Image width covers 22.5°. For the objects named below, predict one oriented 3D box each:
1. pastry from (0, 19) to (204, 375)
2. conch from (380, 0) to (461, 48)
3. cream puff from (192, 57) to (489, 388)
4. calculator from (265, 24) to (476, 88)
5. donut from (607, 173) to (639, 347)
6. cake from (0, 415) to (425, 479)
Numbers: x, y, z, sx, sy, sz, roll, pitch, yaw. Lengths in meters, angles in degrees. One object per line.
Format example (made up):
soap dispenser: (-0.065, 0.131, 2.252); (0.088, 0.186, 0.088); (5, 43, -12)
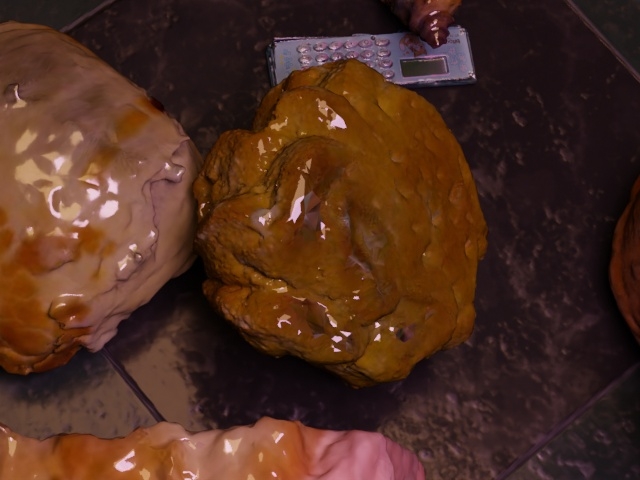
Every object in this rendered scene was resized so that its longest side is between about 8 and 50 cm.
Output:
pastry: (-0.218, -0.047, 1.174); (0.256, 0.170, 0.237); (39, 67, 13)
conch: (0.066, -0.243, 1.336); (0.086, 0.080, 0.232); (-14, 48, -25)
cream puff: (0.014, -0.006, 1.162); (0.244, 0.196, 0.244); (-2, 95, -28)
calculator: (0.042, -0.148, 1.325); (0.172, 0.018, 0.057); (-5, 72, -10)
donut: (0.381, 0.040, 1.226); (0.317, 0.150, 0.299); (15, 76, 0)
cake: (-0.063, 0.273, 0.974); (0.293, 0.307, 0.314); (-4, 72, 10)
